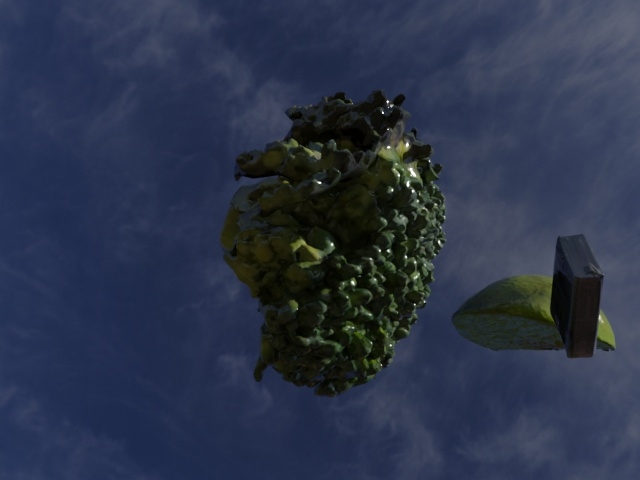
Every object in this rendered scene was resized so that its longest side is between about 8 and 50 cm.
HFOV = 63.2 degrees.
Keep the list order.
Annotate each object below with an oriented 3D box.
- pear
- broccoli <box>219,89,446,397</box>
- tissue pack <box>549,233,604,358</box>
[{"bbox_3d":[0.370,0.129,1.001,0.288,0.239,0.139,-20,-121,59],"label":"pear"},{"bbox_3d":[0.024,0.006,0.586,0.272,0.324,0.334,17,-97,-7],"label":"broccoli"},{"bbox_3d":[0.385,0.085,0.784,0.051,0.112,0.156,-5,-59,13],"label":"tissue pack"}]
